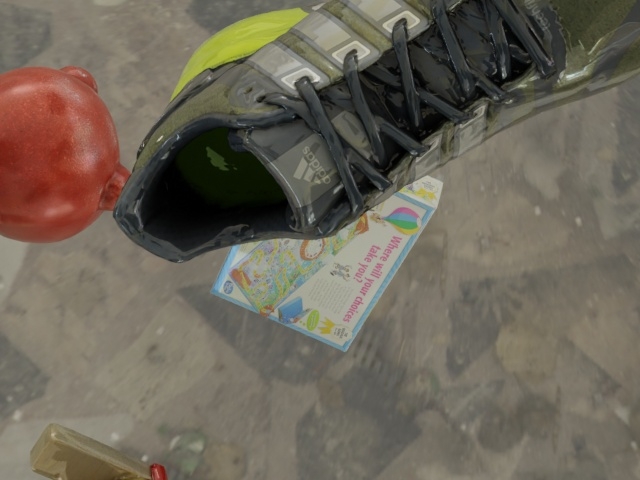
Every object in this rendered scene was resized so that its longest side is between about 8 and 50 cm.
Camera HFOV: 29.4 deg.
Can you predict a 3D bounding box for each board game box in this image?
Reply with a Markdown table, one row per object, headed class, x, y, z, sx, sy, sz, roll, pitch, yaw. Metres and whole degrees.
| class | x | y | z | sx | sy | sz | roll | pitch | yaw |
| --- | --- | --- | --- | --- | --- | --- | --- | --- | --- |
| board game box | 0.000 | 0.000 | 0.788 | 0.103 | 0.026 | 0.154 | 25 | 134 | -5 |

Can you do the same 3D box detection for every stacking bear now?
| class | x | y | z | sx | sy | sz | roll | pitch | yaw |
| --- | --- | --- | --- | --- | --- | --- | --- | --- | --- |
| stacking bear | -0.260 | -0.028 | 0.730 | 0.289 | 0.164 | 0.175 | -17 | 62 | -22 |

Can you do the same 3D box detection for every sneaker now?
| class | x | y | z | sx | sy | sz | roll | pitch | yaw |
| --- | --- | --- | --- | --- | --- | --- | --- | --- | --- |
| sneaker | 0.032 | -0.060 | 0.507 | 0.300 | 0.121 | 0.111 | -25 | 113 | 39 |

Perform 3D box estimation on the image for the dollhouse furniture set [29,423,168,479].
| class | x | y | z | sx | sy | sz | roll | pitch | yaw |
| --- | --- | --- | --- | --- | --- | --- | --- | --- | --- |
| dollhouse furniture set | -0.092 | 0.292 | 0.520 | 0.152 | 0.374 | 0.201 | 25 | 116 | -27 |
